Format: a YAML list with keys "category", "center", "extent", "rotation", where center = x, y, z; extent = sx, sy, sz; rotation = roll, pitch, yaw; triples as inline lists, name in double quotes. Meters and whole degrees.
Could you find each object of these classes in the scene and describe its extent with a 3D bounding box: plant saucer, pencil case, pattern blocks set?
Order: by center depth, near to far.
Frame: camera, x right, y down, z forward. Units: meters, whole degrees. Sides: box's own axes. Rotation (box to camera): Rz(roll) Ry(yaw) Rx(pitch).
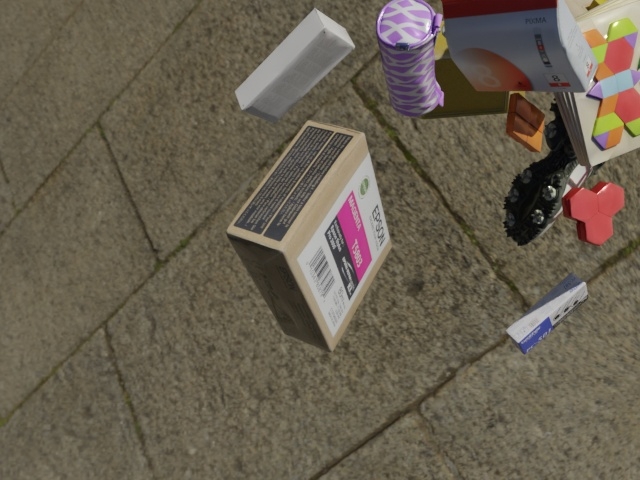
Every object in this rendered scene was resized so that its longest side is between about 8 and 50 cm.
- category: "pattern blocks set"
  center: [0.350, -0.188, 0.715]
  extent: [0.285, 0.325, 0.026]
  rotation: [-37, 15, -7]
- category: "pencil case"
  center: [0.132, -0.258, 0.856]
  extent: [0.088, 0.206, 0.086]
  rotation: [0, 75, 12]
- category: "plant saucer"
  center: [0.372, -0.426, 1.553]
  extent: [0.332, 0.333, 0.081]
  rotation: [-2, 63, 14]

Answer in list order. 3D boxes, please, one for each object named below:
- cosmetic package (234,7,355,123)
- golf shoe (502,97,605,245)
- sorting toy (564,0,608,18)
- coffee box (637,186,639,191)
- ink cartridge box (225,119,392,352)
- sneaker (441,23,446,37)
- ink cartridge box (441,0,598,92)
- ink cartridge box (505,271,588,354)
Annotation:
- category: "cosmetic package"
  center: [-0.055, -0.339, 1.180]
  extent: [0.239, 0.098, 0.060]
  rotation: [-37, 63, 28]
- category: "golf shoe"
  center: [0.398, -0.104, 0.966]
  extent: [0.105, 0.120, 0.273]
  rotation: [59, 137, 47]
- category: "sorting toy"
  center: [0.452, -0.288, 0.829]
  extent: [0.038, 0.208, 0.193]
  rotation: [102, 162, -47]
- category: "coffee box"
  center: [0.688, -0.106, 1.072]
  extent: [0.168, 0.297, 0.119]
  rotation: [-39, 75, 21]
- category: "ink cartridge box"
  center: [0.000, 0.000, 0.762]
  extent: [0.088, 0.235, 0.193]
  rotation: [18, 60, 29]
- category: "sneaker"
  center: [0.312, -0.459, 1.280]
  extent: [0.115, 0.232, 0.090]
  rotation: [-12, 87, 2]
- category: "ink cartridge box"
  center: [0.192, -0.222, 0.631]
  extent: [0.145, 0.179, 0.045]
  rotation: [18, 81, 49]
- category: "ink cartridge box"
  center: [0.537, 0.174, 1.405]
  extent: [0.207, 0.097, 0.046]
  rotation: [-42, 52, 2]
